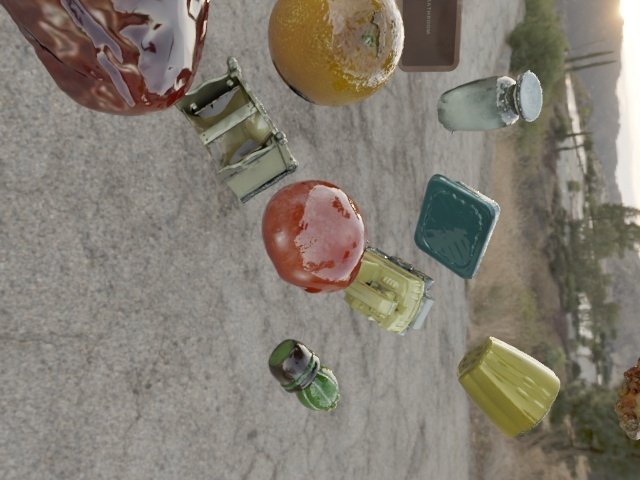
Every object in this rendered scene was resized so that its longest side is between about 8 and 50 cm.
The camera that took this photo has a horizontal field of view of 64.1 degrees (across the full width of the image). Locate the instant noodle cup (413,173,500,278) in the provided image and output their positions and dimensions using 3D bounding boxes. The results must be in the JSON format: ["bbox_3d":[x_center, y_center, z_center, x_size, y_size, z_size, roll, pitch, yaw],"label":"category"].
[{"bbox_3d":[0.273,-0.031,1.003,0.070,0.157,0.179,-21,135,-34],"label":"instant noodle cup"}]

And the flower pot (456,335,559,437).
[{"bbox_3d":[0.434,0.335,1.227,0.179,0.195,0.195,40,30,5],"label":"flower pot"}]

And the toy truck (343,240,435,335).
[{"bbox_3d":[0.070,0.065,0.946,0.157,0.272,0.124,15,105,-52],"label":"toy truck"}]

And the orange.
[{"bbox_3d":[0.032,-0.393,0.988,0.274,0.274,0.275,25,61,-61],"label":"orange"}]

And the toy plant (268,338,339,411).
[{"bbox_3d":[-0.026,0.270,0.998,0.162,0.092,0.093,50,38,-20],"label":"toy plant"}]

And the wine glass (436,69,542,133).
[{"bbox_3d":[0.352,-0.287,1.078,0.111,0.204,0.111,-1,92,-41],"label":"wine glass"}]

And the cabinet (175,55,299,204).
[{"bbox_3d":[-0.242,-0.318,1.528,0.290,0.227,0.318,58,-2,9],"label":"cabinet"}]

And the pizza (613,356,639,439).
[{"bbox_3d":[0.397,0.125,0.540,0.058,0.127,0.247,-114,-158,-47],"label":"pizza"}]

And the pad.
[{"bbox_3d":[0.276,-0.568,1.301,0.002,0.176,0.266,-30,124,-50],"label":"pad"}]

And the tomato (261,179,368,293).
[{"bbox_3d":[0.000,0.000,0.779,0.187,0.151,0.187,62,4,-8],"label":"tomato"}]

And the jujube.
[{"bbox_3d":[-0.157,-0.216,0.346,0.190,0.189,0.255,-66,165,-47],"label":"jujube"}]
